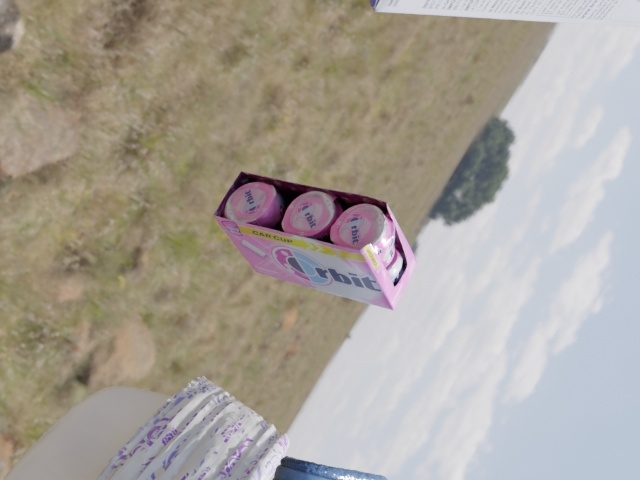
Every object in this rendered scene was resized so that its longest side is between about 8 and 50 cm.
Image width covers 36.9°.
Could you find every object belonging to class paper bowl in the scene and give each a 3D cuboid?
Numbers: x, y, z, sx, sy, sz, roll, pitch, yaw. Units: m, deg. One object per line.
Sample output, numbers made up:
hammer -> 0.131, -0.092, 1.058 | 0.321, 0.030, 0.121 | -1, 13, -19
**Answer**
paper bowl -> -0.158, 0.222, 0.706 | 0.284, 0.148, 0.284 | -53, 173, -9

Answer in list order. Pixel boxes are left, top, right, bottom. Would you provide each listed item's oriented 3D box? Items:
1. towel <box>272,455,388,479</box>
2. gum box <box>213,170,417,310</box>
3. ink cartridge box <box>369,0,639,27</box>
towel -> -0.008, 0.149, 0.383 | 0.067, 0.029, 0.119 | 25, 78, -49
gum box -> 0.000, 0.000, 0.965 | 0.062, 0.188, 0.107 | -61, 145, -23
ink cartridge box -> 0.190, -0.314, 0.769 | 0.270, 0.395, 0.151 | 122, -40, -59
